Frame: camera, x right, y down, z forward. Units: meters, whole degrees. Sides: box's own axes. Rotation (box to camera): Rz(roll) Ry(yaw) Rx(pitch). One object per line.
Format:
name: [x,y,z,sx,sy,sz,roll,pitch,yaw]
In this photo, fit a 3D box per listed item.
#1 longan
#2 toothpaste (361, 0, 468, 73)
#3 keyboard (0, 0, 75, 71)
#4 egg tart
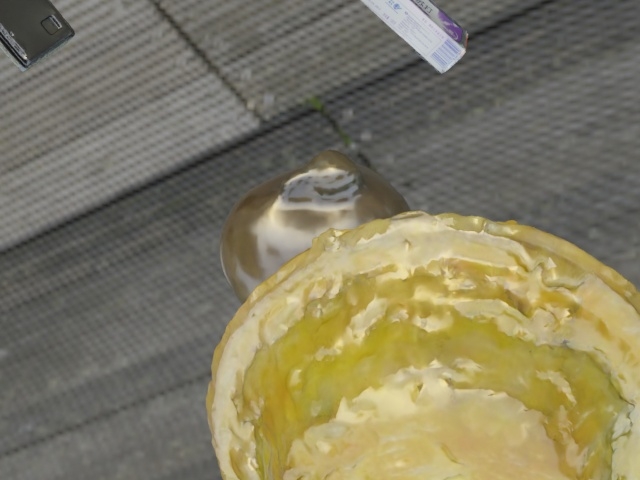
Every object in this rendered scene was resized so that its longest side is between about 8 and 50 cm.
longan: [0.000,0.000,1.425,0.185,0.159,0.204,-4,136,-15]
toothpaste: [0.072,-0.253,1.591,0.196,0.047,0.040,40,120,-20]
keyboard: [-0.323,-0.262,1.430,0.230,0.093,0.025,51,134,-7]
egg tart: [0.074,0.130,0.943,0.319,0.128,0.319,5,118,9]
